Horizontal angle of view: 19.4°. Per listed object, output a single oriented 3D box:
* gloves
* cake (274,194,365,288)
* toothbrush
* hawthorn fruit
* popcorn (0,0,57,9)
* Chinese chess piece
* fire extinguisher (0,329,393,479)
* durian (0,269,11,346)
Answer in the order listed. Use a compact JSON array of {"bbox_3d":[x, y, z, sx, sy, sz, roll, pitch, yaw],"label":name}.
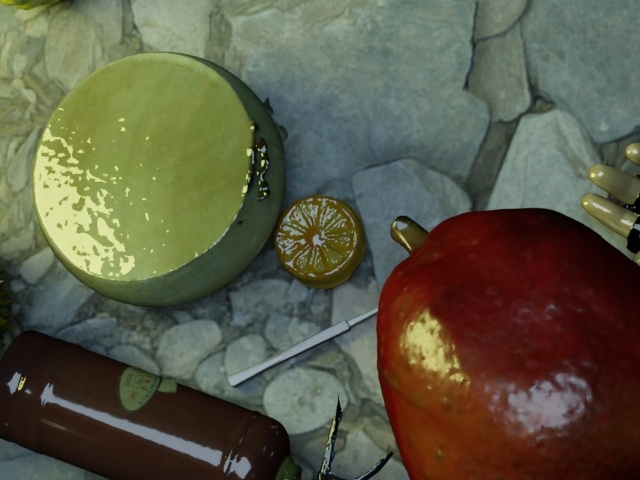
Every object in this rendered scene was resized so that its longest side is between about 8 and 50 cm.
[{"bbox_3d":[0.326,-0.034,1.596,0.203,0.124,0.164,3,59,29],"label":"gloves"},{"bbox_3d":[0.000,0.000,1.668,0.084,0.044,0.084,-2,79,9],"label":"cake"},{"bbox_3d":[0.007,0.086,1.666,0.194,0.014,0.017,-24,78,3],"label":"toothbrush"},{"bbox_3d":[0.161,0.098,1.523,0.265,0.265,0.307,-40,69,-1],"label":"hawthorn fruit"},{"bbox_3d":[-0.275,-0.282,1.719,0.145,0.126,0.126,35,101,-15],"label":"popcorn"},{"bbox_3d":[-0.139,-0.052,1.653,0.237,0.092,0.238,-6,72,18],"label":"Chinese chess piece"},{"bbox_3d":[-0.110,0.163,1.624,0.344,0.102,0.138,18,81,11],"label":"fire extinguisher"},{"bbox_3d":[-0.378,0.069,1.642,0.237,0.176,0.200,-39,87,5],"label":"durian"}]
